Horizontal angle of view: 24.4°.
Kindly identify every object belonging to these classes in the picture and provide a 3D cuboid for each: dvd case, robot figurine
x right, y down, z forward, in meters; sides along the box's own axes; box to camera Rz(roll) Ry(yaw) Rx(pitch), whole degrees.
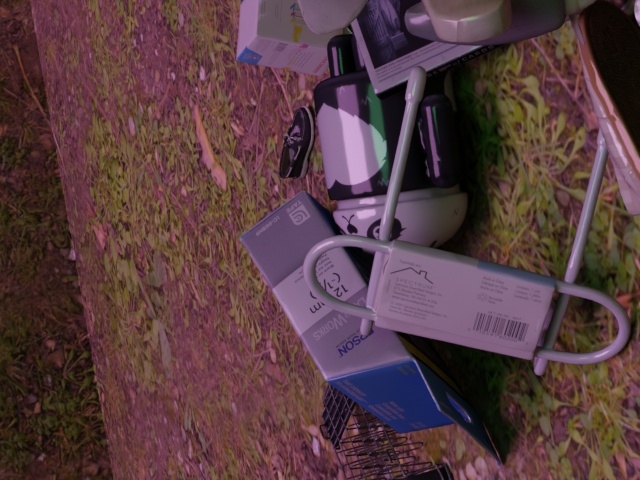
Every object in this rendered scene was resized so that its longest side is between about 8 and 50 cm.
[{"bbox_3d":[0.110,-0.302,1.693,0.029,0.179,0.238,27,-138,-65],"label":"dvd case"},{"bbox_3d":[0.082,-0.118,1.786,0.209,0.174,0.278,-21,-77,-82],"label":"robot figurine"}]

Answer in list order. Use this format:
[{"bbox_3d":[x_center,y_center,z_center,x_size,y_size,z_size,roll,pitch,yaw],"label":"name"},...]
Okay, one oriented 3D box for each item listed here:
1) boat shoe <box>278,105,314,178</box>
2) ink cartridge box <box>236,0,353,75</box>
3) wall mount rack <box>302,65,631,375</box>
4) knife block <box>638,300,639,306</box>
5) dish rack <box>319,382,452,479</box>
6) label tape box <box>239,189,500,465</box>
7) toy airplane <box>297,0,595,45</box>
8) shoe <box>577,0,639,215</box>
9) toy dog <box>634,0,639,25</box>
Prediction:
[{"bbox_3d":[-0.038,-0.145,2.219,0.125,0.038,0.046,102,148,-40],"label":"boat shoe"},{"bbox_3d":[-0.033,-0.291,2.041,0.092,0.143,0.089,142,133,-64],"label":"ink cartridge box"},{"bbox_3d":[0.168,-0.006,1.565,0.130,0.350,0.304,-74,-5,-49],"label":"wall mount rack"},{"bbox_3d":[0.389,0.133,1.130,0.088,0.276,0.242,110,172,-48],"label":"knife block"},{"bbox_3d":[0.081,0.293,2.085,0.208,0.074,0.271,111,144,-47],"label":"dish rack"},{"bbox_3d":[0.065,0.133,1.828,0.347,0.115,0.249,60,-171,32],"label":"label tape box"},{"bbox_3d":[0.144,-0.297,1.389,0.272,0.386,0.384,48,157,-25],"label":"toy airplane"},{"bbox_3d":[0.291,-0.127,1.439,0.058,0.077,0.219,-36,68,58],"label":"shoe"},{"bbox_3d":[0.331,-0.158,1.207,0.220,0.161,0.333,132,125,-69],"label":"toy dog"}]
